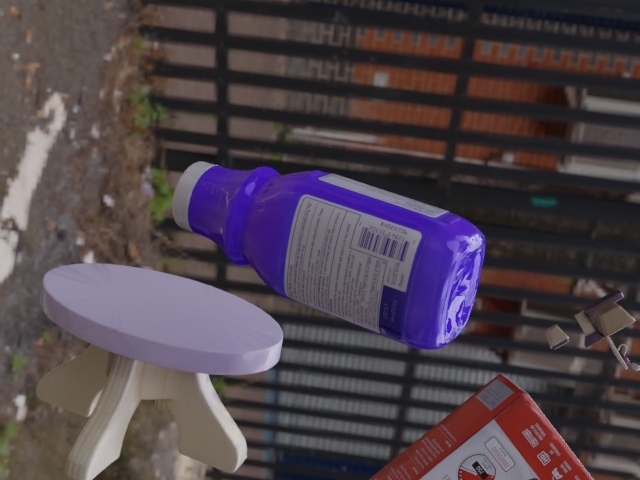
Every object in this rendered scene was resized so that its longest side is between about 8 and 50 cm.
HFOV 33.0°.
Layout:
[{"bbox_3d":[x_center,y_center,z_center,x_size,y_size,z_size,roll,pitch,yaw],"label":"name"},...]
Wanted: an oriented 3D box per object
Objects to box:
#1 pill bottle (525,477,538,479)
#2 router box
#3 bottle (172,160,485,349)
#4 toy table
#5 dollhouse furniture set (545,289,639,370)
[{"bbox_3d":[0.110,0.246,0.569,0.123,0.122,0.219,82,-11,-77],"label":"pill bottle"},{"bbox_3d":[0.182,0.364,1.135,0.301,0.335,0.082,-39,-168,-3],"label":"router box"},{"bbox_3d":[0.000,0.000,0.952,0.092,0.282,0.118,-24,128,-57],"label":"bottle"},{"bbox_3d":[-0.185,0.141,1.173,0.252,0.274,0.161,-19,126,-56],"label":"toy table"},{"bbox_3d":[0.284,0.110,1.077,0.081,0.091,0.114,60,8,2],"label":"dollhouse furniture set"}]
